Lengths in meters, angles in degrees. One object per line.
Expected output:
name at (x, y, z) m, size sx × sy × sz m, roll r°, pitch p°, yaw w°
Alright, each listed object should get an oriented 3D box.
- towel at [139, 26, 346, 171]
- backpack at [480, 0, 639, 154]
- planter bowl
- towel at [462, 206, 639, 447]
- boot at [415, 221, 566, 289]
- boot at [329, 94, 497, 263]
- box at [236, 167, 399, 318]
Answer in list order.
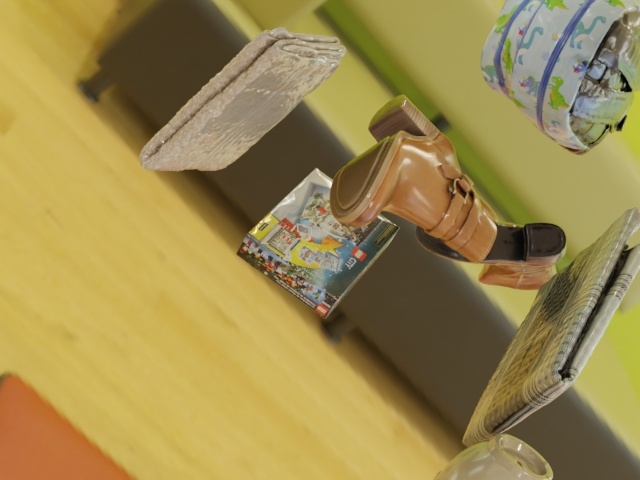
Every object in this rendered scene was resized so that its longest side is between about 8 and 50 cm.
towel at (-0.106, -0.187, 1.876) m, size 0.187 × 0.282 × 0.049 m, roll -4°, pitch 59°, yaw -59°
backpack at (0.406, -0.291, 2.229) m, size 0.273 × 0.290 × 0.355 m, roll 32°, pitch 14°, yaw 4°
planter bowl at (0.249, 0.334, 1.895) m, size 0.162 × 0.109 × 0.162 m, roll 30°, pitch 18°, yaw -11°
towel at (0.338, 0.132, 1.964) m, size 0.056 × 0.312 × 0.324 m, roll 34°, pitch 59°, yaw -1°
boot at (0.301, 0.021, 2.477) m, size 0.280 × 0.264 × 0.096 m, roll 77°, pitch 11°, yaw -75°
boot at (0.129, -0.043, 1.801) m, size 0.220 × 0.109 × 0.283 m, roll 50°, pitch 28°, yaw -15°
box at (0.000, 0.000, 2.026) m, size 0.159 × 0.044 × 0.233 m, roll 36°, pitch 37°, yaw 6°
